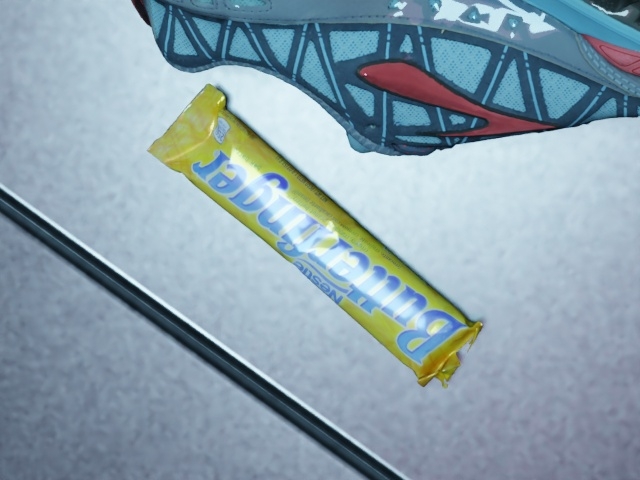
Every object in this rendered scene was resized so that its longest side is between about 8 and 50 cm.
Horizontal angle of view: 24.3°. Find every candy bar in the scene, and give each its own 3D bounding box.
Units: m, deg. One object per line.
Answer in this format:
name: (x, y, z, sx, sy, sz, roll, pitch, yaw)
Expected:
candy bar: (0.000, 0.000, 0.626, 0.161, 0.018, 0.040, 41, 102, 2)

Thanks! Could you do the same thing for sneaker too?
sneaker: (0.053, -0.087, 0.581, 0.262, 0.104, 0.125, 17, 136, -6)
